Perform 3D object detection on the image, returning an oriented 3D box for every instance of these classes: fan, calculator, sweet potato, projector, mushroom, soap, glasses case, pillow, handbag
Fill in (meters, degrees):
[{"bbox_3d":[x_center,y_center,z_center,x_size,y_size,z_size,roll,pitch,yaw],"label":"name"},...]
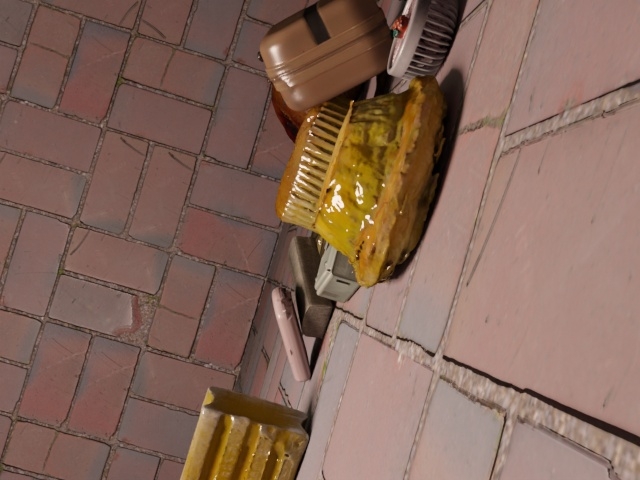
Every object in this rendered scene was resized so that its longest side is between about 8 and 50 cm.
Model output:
[{"bbox_3d":[0.142,-0.320,1.179,0.130,0.074,0.244,113,172,-51],"label":"fan"},{"bbox_3d":[-0.048,0.161,1.470,0.100,0.032,0.175,-104,0,-66],"label":"calculator"},{"bbox_3d":[0.114,-0.300,1.623,0.026,0.026,0.115,121,160,-66],"label":"sweet potato"},{"bbox_3d":[0.039,0.006,1.295,0.115,0.061,0.147,117,169,-68],"label":"projector"},{"bbox_3d":[0.004,-0.310,1.947,0.254,0.267,0.267,-35,20,17],"label":"mushroom"},{"bbox_3d":[-0.137,0.379,1.343,0.089,0.173,0.274,-86,14,-71],"label":"soap"},{"bbox_3d":[-0.022,0.077,1.512,0.205,0.047,0.071,-105,25,-53],"label":"glasses case"},{"bbox_3d":[0.000,0.000,1.776,0.203,0.038,0.113,-86,11,-67],"label":"pillow"},{"bbox_3d":[0.039,-0.352,1.494,0.302,0.283,0.149,-85,-29,-73],"label":"handbag"}]

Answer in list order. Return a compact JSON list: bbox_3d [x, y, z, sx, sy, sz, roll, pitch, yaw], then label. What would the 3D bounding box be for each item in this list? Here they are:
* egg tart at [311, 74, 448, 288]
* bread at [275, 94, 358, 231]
[{"bbox_3d":[0.067,-0.078,1.051,0.288,0.118,0.288,-164,90,-88],"label":"egg tart"},{"bbox_3d":[0.012,-0.139,1.575,0.227,0.142,0.253,-69,-3,-60],"label":"bread"}]
